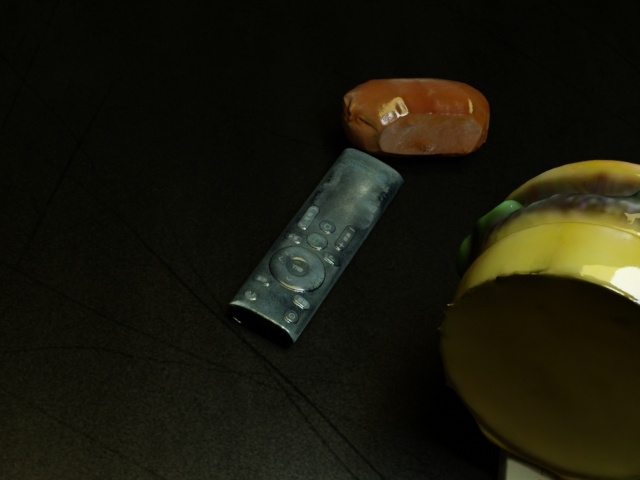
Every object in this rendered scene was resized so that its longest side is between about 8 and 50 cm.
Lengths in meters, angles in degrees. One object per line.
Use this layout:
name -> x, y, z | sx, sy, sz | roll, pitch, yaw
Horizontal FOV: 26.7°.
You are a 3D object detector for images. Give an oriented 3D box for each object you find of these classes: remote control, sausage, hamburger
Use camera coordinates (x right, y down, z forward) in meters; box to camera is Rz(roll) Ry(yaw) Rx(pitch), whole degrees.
remote control -> 0.000, 0.000, 1.949 | 0.107, 0.044, 0.377 | 26, 47, 11
sausage -> 0.150, -0.192, 2.108 | 0.258, 0.133, 0.133 | -3, 51, -24
hamburger -> 0.351, 0.084, 1.681 | 0.396, 0.395, 0.277 | 27, 46, 7

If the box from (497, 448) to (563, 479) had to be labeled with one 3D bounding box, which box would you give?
box -> 0.413, 0.327, 1.780 | 0.365, 0.051, 0.204 | 15, 47, -3
